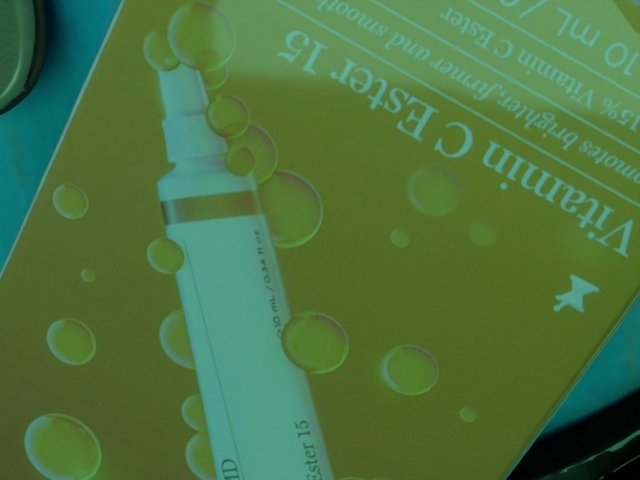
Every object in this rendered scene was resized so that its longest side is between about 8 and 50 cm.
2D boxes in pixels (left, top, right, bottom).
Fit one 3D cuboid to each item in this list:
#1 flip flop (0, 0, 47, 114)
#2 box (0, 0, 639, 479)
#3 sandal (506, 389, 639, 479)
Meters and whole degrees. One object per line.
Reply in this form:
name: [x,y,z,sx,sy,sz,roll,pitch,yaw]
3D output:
flip flop: [-0.223,-0.173,0.584,0.112,0.080,0.277,-19,108,19]
box: [0.000,0.000,0.564,0.215,0.168,0.345,29,116,-2]
sandal: [0.211,0.119,0.605,0.446,0.107,0.167,-39,101,24]
